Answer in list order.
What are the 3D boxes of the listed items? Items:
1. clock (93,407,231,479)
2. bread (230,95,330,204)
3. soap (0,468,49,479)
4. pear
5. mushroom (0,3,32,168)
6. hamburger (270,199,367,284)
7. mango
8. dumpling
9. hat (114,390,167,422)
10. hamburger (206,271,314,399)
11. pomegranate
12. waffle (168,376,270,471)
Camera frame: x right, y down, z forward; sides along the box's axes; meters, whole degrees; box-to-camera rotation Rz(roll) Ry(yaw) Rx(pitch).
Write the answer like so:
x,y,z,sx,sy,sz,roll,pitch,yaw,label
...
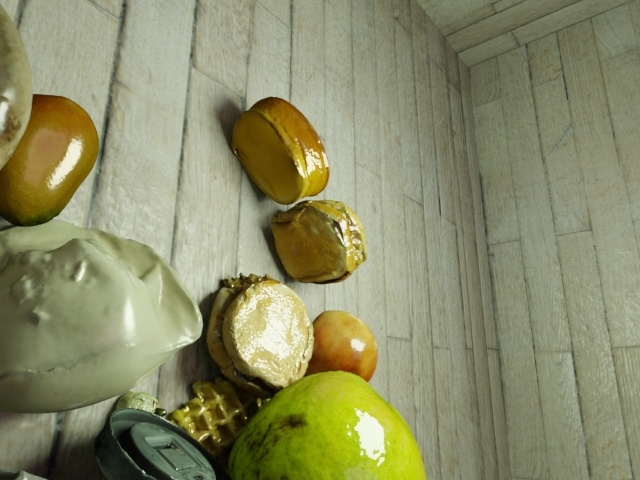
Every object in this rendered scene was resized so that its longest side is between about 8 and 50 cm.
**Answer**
x,y,z,sx,sy,sz,roll,pitch,yaw,label
-0.237,0.343,0.728,0.049,0.226,0.226,-53,128,-8,clock
-0.094,-0.217,1.173,0.142,0.195,0.269,-38,95,-44,bread
-0.361,0.546,0.578,0.350,0.213,0.435,46,46,-39,soap
0.020,0.434,0.891,0.391,0.391,0.391,20,64,-49,pear
-0.516,-0.205,0.517,0.362,0.294,0.362,11,73,-40,mushroom
0.000,0.000,1.217,0.163,0.244,0.244,-39,110,-50,hamburger
-0.445,-0.132,0.750,0.151,0.120,0.221,42,54,-35,mango
-0.398,0.101,0.721,0.395,0.233,0.315,-14,59,-40,dumpling
-0.317,0.306,0.838,0.077,0.059,0.076,31,51,-39,hat
-0.133,0.198,1.026,0.243,0.146,0.286,-14,80,-58,hamburger
0.048,0.281,1.208,0.209,0.209,0.209,20,64,-49,pomegranate
-0.186,0.432,0.971,0.329,0.062,0.329,19,65,-50,waffle
